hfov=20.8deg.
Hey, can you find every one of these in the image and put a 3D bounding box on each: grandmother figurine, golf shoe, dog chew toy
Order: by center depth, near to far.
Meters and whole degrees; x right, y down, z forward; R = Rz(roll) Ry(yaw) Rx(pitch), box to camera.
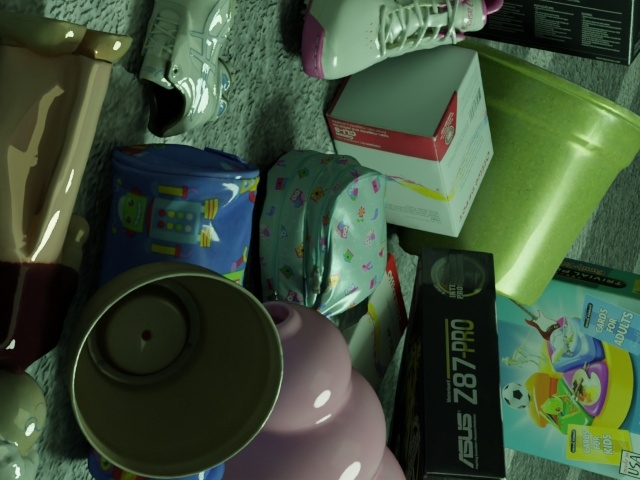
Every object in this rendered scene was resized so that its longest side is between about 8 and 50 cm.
[{"bbox_3d":[-0.216,0.015,1.231,0.208,0.104,0.342,3,97,-59],"label":"grandmother figurine"},{"bbox_3d":[-0.114,-0.162,1.416,0.086,0.069,0.176,-43,140,-44],"label":"golf shoe"},{"bbox_3d":[-0.025,0.199,1.655,0.206,0.206,0.332,-53,144,-45],"label":"dog chew toy"},{"bbox_3d":[0.086,-0.237,1.751,0.306,0.140,0.115,-44,143,-51],"label":"golf shoe"}]

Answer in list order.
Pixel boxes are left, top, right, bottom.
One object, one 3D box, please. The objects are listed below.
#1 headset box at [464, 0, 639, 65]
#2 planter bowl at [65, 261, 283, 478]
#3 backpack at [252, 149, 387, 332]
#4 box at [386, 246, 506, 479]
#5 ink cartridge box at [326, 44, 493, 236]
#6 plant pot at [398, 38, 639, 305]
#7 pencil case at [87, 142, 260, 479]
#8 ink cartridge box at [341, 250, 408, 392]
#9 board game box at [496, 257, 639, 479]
[{"bbox_3d":[0.258,-0.366,1.949,0.131,0.246,0.283,-50,145,-47],"label":"headset box"},{"bbox_3d":[-0.122,0.084,1.321,0.162,0.109,0.162,-7,110,-20],"label":"planter bowl"},{"bbox_3d":[0.000,0.000,1.711,0.152,0.115,0.182,-32,128,-57],"label":"backpack"},{"bbox_3d":[0.133,0.253,1.961,0.395,0.097,0.318,96,-1,-47],"label":"box"},{"bbox_3d":[0.100,-0.112,1.865,0.176,0.127,0.128,72,37,-51],"label":"ink cartridge box"},{"bbox_3d":[0.220,-0.070,2.055,0.254,0.276,0.276,-65,158,3],"label":"plant pot"},{"bbox_3d":[-0.122,0.068,1.447,0.133,0.119,0.306,-15,117,-54],"label":"pencil case"},{"bbox_3d":[0.029,0.096,1.879,0.134,0.078,0.231,75,35,-51],"label":"ink cartridge box"},{"bbox_3d":[0.293,0.149,2.198,0.079,0.336,0.254,-39,137,-56],"label":"board game box"}]
